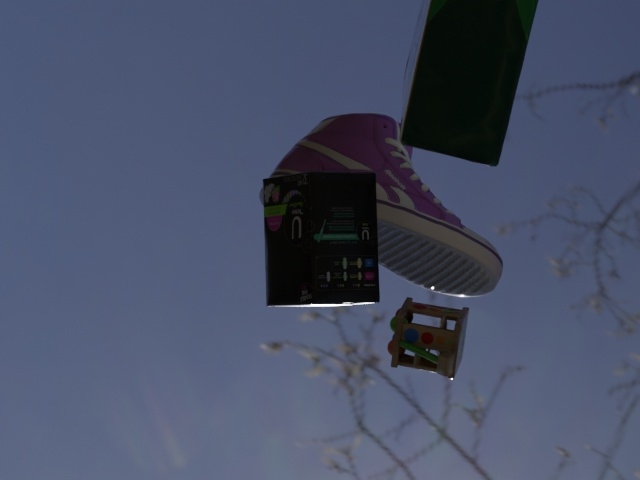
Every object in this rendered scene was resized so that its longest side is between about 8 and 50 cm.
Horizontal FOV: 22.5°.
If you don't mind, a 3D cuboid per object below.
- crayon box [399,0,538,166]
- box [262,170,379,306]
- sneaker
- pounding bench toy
[{"bbox_3d":[0.165,-0.278,1.594,0.363,0.106,0.313,-75,178,-70],"label":"crayon box"},{"bbox_3d":[0.000,0.000,1.018,0.062,0.052,0.083,-5,-94,59],"label":"box"},{"bbox_3d":[0.091,-0.055,1.710,0.282,0.102,0.161,26,-121,21],"label":"sneaker"},{"bbox_3d":[0.091,0.090,1.425,0.065,0.083,0.052,10,-72,11],"label":"pounding bench toy"}]
